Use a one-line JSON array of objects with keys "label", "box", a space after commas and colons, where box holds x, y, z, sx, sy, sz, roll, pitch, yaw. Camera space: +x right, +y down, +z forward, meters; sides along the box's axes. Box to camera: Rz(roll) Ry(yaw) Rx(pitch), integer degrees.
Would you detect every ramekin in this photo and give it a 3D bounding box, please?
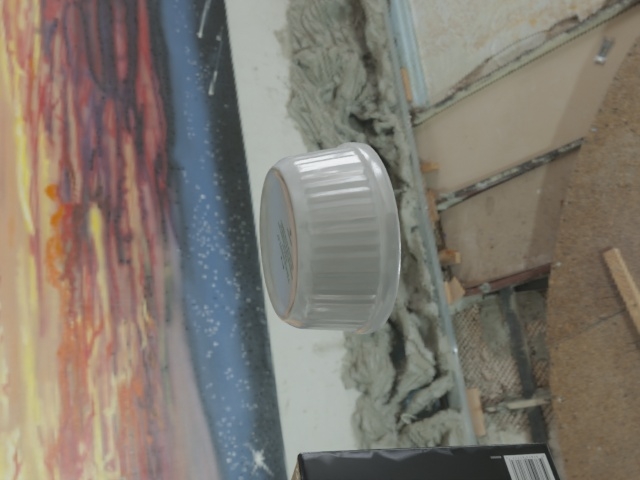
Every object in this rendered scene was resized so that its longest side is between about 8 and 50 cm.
[{"label": "ramekin", "box": [0.000, 0.000, 0.925, 0.273, 0.127, 0.273, 176, -90, -72]}]

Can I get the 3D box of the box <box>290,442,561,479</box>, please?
[{"label": "box", "box": [0.094, 0.297, 0.677, 0.184, 0.261, 0.103, 105, -19, -45]}]
